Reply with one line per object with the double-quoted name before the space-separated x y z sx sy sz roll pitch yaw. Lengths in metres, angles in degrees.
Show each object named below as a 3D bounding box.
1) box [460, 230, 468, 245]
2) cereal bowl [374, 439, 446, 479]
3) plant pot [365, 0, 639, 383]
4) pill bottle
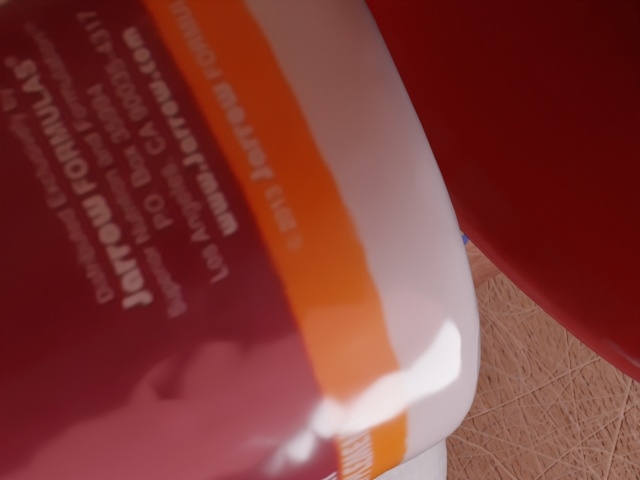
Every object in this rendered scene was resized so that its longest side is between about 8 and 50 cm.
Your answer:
"box" 0.000 0.000 0.829 0.136 0.036 0.225 -54 135 1
"cereal bowl" -0.071 0.163 1.254 0.339 0.339 0.141 -28 145 -4
"plant pot" 0.131 -0.122 0.394 0.243 0.275 0.275 -37 173 -12
"pill bottle" -0.175 0.044 0.422 0.392 0.224 0.224 -27 171 -13
